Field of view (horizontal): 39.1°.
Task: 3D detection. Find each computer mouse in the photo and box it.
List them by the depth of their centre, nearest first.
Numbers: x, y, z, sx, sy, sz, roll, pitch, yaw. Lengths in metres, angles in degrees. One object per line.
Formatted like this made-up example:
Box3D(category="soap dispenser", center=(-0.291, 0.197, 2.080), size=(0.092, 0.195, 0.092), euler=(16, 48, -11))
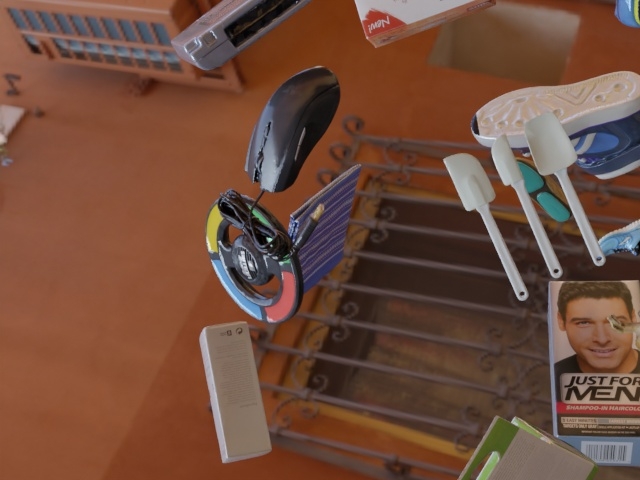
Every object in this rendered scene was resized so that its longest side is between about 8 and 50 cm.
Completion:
Box3D(category="computer mouse", center=(-0.045, -0.103, 1.206), size=(0.060, 0.184, 0.262), euler=(17, -67, -48))

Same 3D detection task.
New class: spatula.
Box3D(category="spatula", center=(0.299, -0.043, 1.268), size=(0.242, 0.168, 0.019), euler=(62, -169, -13))

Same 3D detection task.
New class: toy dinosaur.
Box3D(category="toy dinosaur", center=(0.569, 0.155, 1.491), size=(0.092, 0.183, 0.053), euler=(-46, -53, -14))

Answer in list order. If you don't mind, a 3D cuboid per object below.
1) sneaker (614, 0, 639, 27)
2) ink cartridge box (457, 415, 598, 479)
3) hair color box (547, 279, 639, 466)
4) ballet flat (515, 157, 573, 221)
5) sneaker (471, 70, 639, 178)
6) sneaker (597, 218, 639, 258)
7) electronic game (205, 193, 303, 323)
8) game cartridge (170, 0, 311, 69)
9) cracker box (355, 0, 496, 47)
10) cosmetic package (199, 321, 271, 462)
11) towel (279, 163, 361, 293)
Box3D(category="sneaker", center=(0.438, -0.398, 1.231), size=(0.082, 0.069, 0.209), euler=(-134, 38, -56))
Box3D(category="ink cartridge box", center=(0.285, 0.370, 1.403), size=(0.255, 0.097, 0.189), euler=(31, -89, -31))
Box3D(category="hair color box", center=(0.553, 0.255, 1.790), size=(0.113, 0.185, 0.374), euler=(76, -163, -45))
Box3D(category="ballet flat", center=(0.533, -0.137, 2.197), size=(0.232, 0.080, 0.073), euler=(43, -136, -25))
Box3D(category="sneaker", center=(0.463, -0.176, 1.682), size=(0.236, 0.323, 0.130), euler=(59, -156, -47))
Box3D(category="sneaker", center=(0.739, 0.008, 2.178), size=(0.063, 0.162, 0.073), euler=(16, -130, -51))
Box3D(category="electronic game", center=(-0.111, 0.031, 1.465), size=(0.048, 0.229, 0.229), euler=(-28, -50, -37))
Box3D(category="game cartridge", center=(-0.078, -0.348, 1.296), size=(0.294, 0.196, 0.060), euler=(-37, -64, -4))
Box3D(category="cracker box", center=(0.099, -0.365, 1.063), size=(0.067, 0.155, 0.232), euler=(-11, -97, -77))
Box3D(category="cosmetic package", center=(-0.153, 0.270, 1.595), size=(0.117, 0.085, 0.231), euler=(120, 141, -69))
Box3D(category="towel", center=(0.000, 0.000, 2.112), size=(0.243, 0.040, 0.336), euler=(-41, -24, -34))
